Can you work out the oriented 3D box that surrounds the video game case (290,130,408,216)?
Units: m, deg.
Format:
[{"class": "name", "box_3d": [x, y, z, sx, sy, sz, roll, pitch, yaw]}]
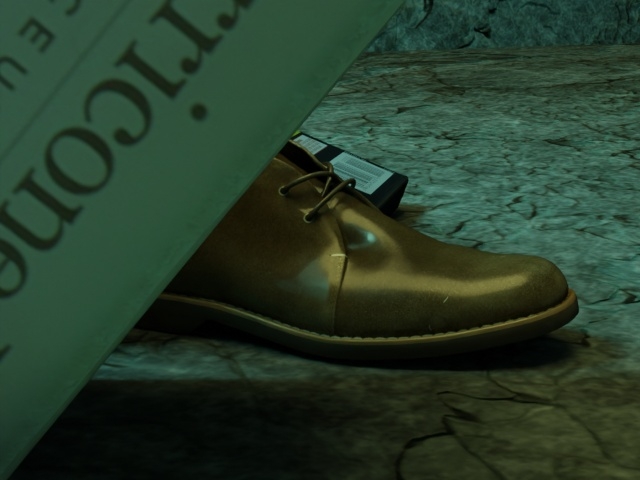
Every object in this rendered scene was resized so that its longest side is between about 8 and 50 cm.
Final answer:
[{"class": "video game case", "box_3d": [-0.072, -0.059, 1.017, 0.248, 0.035, 0.275, 24, 17, 8]}]

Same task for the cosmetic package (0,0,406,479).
[{"class": "cosmetic package", "box_3d": [-0.206, -0.129, 0.492, 0.394, 0.329, 0.327, 39, 8, -10]}]

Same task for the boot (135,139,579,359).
[{"class": "boot", "box_3d": [0.000, 0.000, 0.770, 0.305, 0.115, 0.112, 6, 13, 21]}]
